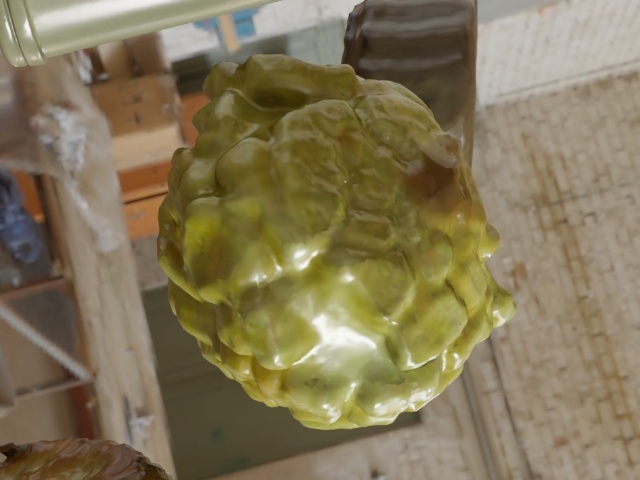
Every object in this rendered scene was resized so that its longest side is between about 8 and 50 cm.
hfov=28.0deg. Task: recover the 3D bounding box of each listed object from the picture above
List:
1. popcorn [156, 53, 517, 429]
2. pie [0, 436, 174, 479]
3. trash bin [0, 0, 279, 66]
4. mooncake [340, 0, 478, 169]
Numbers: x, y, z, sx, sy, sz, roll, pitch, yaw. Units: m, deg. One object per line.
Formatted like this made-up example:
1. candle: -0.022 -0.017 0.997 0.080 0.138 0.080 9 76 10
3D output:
1. popcorn: 0.010 -0.003 0.784 0.181 0.216 0.235 -35 -108 66
2. pie: -0.198 0.212 0.669 0.092 0.315 0.315 60 2 -13
3. trash bin: -0.142 -0.257 1.005 0.121 0.247 0.243 82 -5 -49
4. mooncake: 0.104 -0.158 1.522 0.290 0.161 0.290 5 90 -84
